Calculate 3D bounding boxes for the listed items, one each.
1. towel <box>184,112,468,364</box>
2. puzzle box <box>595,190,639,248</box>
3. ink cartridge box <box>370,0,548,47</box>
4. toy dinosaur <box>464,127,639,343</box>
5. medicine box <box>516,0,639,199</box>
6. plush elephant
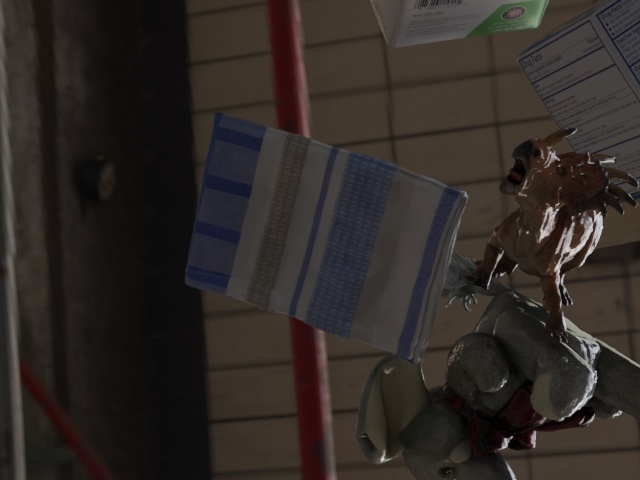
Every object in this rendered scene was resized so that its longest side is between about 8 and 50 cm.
[{"bbox_3d":[0.000,0.000,1.431,0.034,0.285,0.209,-50,157,-63],"label":"towel"},{"bbox_3d":[0.555,-0.085,1.670,0.409,0.272,0.052,-19,93,-34],"label":"puzzle box"},{"bbox_3d":[0.142,-0.287,1.248,0.219,0.160,0.092,104,-28,-56],"label":"ink cartridge box"},{"bbox_3d":[0.250,-0.026,1.418,0.200,0.127,0.295,-66,170,16],"label":"toy dinosaur"},{"bbox_3d":[0.473,-0.223,2.055,0.289,0.149,0.263,57,-17,-3],"label":"medicine box"},{"bbox_3d":[0.190,0.195,1.510,0.272,0.330,0.255,17,106,-48],"label":"plush elephant"}]
